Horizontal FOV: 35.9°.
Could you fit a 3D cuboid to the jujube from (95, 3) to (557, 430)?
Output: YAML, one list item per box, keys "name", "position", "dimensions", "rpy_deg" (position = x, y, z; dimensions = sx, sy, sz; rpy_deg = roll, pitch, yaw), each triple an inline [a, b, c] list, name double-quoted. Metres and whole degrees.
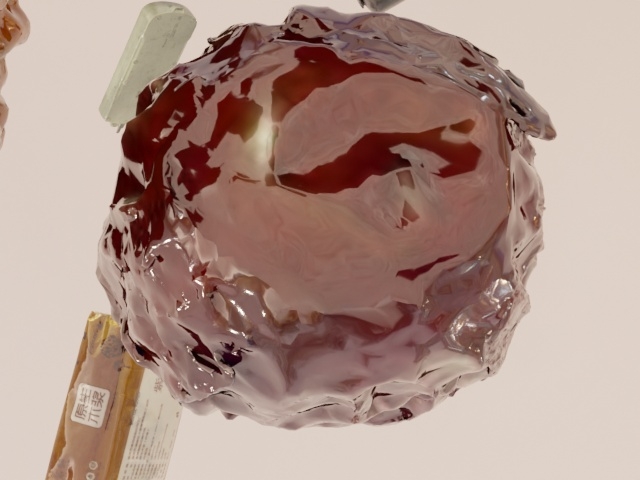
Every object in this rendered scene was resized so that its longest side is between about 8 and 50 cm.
- name: "jujube"
  position: [0.000, 0.000, 0.583]
  dimensions: [0.258, 0.377, 0.258]
  rpy_deg: [0, -107, 0]

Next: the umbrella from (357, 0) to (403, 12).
- name: "umbrella"
  position: [0.191, -0.298, 0.917]
  dimensions: [0.336, 0.154, 0.128]
  rpy_deg: [-33, -72, -15]

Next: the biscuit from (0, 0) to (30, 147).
- name: "biscuit"
  position: [-0.218, -0.120, 0.524]
  dimensions: [0.110, 0.312, 0.318]
  rpy_deg: [13, -139, -14]

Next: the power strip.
- name: "power strip"
  position: [-0.242, -0.237, 1.367]
  dimensions: [0.080, 0.227, 0.029]
  rpy_deg: [-6, -130, -44]

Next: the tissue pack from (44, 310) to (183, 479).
- name: "tissue pack"
  position: [-0.242, 0.213, 1.238]
  dimensions: [0.092, 0.183, 0.226]
  rpy_deg: [12, -97, 24]
